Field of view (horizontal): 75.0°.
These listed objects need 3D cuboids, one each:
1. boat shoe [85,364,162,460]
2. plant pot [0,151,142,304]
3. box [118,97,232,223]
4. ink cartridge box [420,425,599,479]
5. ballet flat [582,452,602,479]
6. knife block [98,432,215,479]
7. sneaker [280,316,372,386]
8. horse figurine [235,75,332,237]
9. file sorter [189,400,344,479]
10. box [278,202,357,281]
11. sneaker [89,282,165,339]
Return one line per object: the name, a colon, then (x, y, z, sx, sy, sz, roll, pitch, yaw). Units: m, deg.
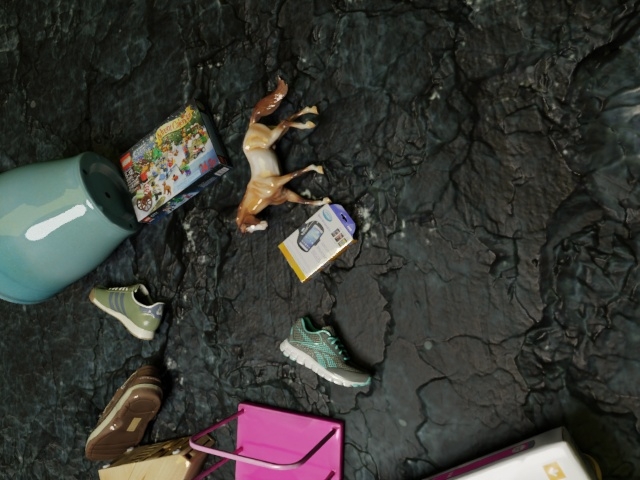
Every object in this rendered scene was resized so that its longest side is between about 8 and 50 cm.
boat shoe: (-0.395, 0.352, 0.856, 0.257, 0.095, 0.095, -47, 37, 21)
plant pot: (-0.527, -0.045, 0.849, 0.255, 0.271, 0.272, -25, 76, 7)
box: (-0.306, -0.160, 0.863, 0.233, 0.044, 0.159, -30, 75, 20)
ink cartridge box: (0.182, 0.391, 0.519, 0.370, 0.069, 0.176, -35, 71, 21)
ballet flat: (0.308, 0.381, 0.538, 0.073, 0.080, 0.232, 25, 100, -4)
knife block: (-0.309, 0.518, 0.788, 0.275, 0.088, 0.242, -18, 86, 15)
sneaker: (0.012, 0.180, 0.684, 0.166, 0.065, 0.076, 21, 91, 23)
horse figurine: (-0.079, -0.148, 0.748, 0.174, 0.066, 0.264, -11, 84, 18)
file sorter: (-0.092, 0.437, 0.645, 0.202, 0.182, 0.291, 0, 86, 24)
box: (0.000, 0.000, 0.721, 0.136, 0.028, 0.081, -39, 71, 15)
sneaker: (-0.400, 0.125, 0.880, 0.192, 0.064, 0.086, 28, 90, 24)
